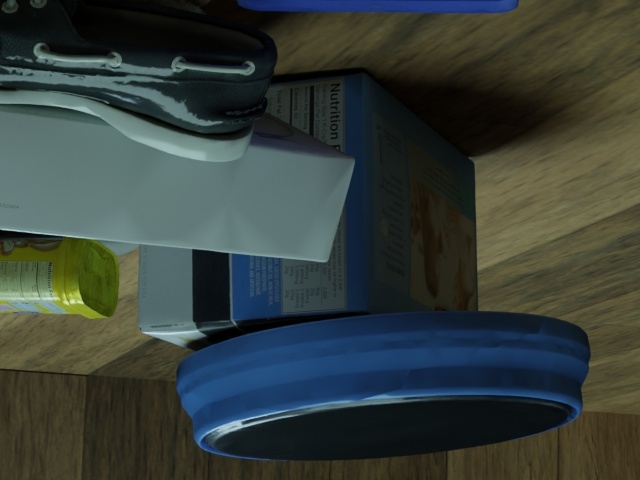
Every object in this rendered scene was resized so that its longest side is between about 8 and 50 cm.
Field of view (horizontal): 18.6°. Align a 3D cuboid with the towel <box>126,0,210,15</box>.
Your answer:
[{"bbox_3d":[-0.211,-0.202,1.411,0.187,0.049,0.282,-4,166,20],"label":"towel"}]

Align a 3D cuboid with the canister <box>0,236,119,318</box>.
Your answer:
[{"bbox_3d":[-0.307,0.037,2.012,0.170,0.073,0.126,0,168,13],"label":"canister"}]

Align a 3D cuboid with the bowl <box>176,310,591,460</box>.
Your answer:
[{"bbox_3d":[0.061,0.145,1.840,0.391,0.077,0.391,-4,165,-1],"label":"bowl"}]

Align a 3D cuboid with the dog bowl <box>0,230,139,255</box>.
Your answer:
[{"bbox_3d":[-0.309,-0.040,2.064,0.348,0.102,0.349,1,169,0],"label":"dog bowl"}]

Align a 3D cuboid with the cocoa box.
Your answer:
[{"bbox_3d":[0.000,0.000,1.887,0.228,0.231,0.347,-6,166,21],"label":"cocoa box"}]

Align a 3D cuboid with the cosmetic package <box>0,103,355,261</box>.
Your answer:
[{"bbox_3d":[-0.206,-0.085,1.528,0.377,0.097,0.284,6,-167,-37],"label":"cosmetic package"}]

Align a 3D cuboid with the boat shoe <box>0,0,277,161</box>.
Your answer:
[{"bbox_3d":[-0.180,-0.143,1.364,0.302,0.091,0.114,12,-150,-17],"label":"boat shoe"}]

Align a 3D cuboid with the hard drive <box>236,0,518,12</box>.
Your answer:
[{"bbox_3d":[0.032,-0.220,1.301,0.210,0.040,0.319,1,168,4],"label":"hard drive"}]
